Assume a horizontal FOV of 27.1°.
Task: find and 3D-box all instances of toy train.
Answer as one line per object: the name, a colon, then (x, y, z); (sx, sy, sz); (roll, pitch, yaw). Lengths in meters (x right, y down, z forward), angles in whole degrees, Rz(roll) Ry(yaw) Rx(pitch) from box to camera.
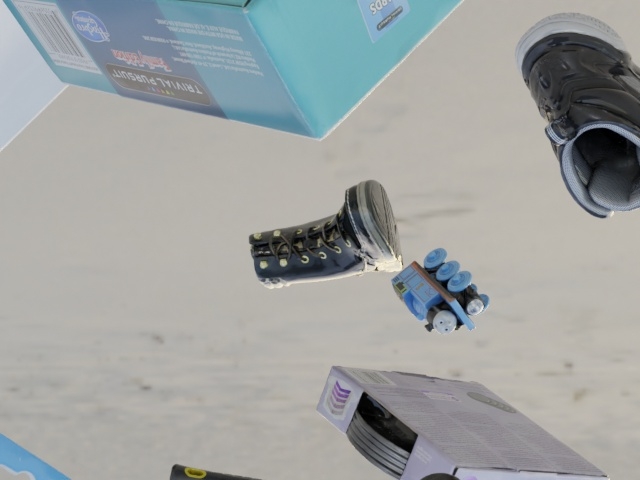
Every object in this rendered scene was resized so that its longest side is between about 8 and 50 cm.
toy train: (0.184, 0.084, 2.035); (0.105, 0.080, 0.184); (-40, -153, 0)

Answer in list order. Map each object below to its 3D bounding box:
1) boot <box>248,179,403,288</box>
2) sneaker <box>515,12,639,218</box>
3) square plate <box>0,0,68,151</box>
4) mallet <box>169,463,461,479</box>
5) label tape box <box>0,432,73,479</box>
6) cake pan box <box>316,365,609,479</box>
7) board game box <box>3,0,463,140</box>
boot: (0.000, 0.002, 1.561); (0.178, 0.085, 0.236); (-10, 165, 7)
sneaker: (0.279, -0.076, 1.121); (0.268, 0.153, 0.101); (24, 135, -24)
square plate: (-0.323, -0.169, 1.101); (0.344, 0.049, 0.347); (-41, 161, 15)
mallet: (0.004, 0.155, 0.813); (0.189, 0.039, 0.062); (15, -151, 1)
label tape box: (-0.452, 0.399, 1.582); (0.249, 0.348, 0.115); (41, 159, -29)
cake pan box: (0.159, 0.232, 1.533); (0.266, 0.070, 0.245); (11, -167, -39)
board game box: (0.017, -0.205, 0.729); (0.253, 0.336, 0.079); (18, 147, 50)
